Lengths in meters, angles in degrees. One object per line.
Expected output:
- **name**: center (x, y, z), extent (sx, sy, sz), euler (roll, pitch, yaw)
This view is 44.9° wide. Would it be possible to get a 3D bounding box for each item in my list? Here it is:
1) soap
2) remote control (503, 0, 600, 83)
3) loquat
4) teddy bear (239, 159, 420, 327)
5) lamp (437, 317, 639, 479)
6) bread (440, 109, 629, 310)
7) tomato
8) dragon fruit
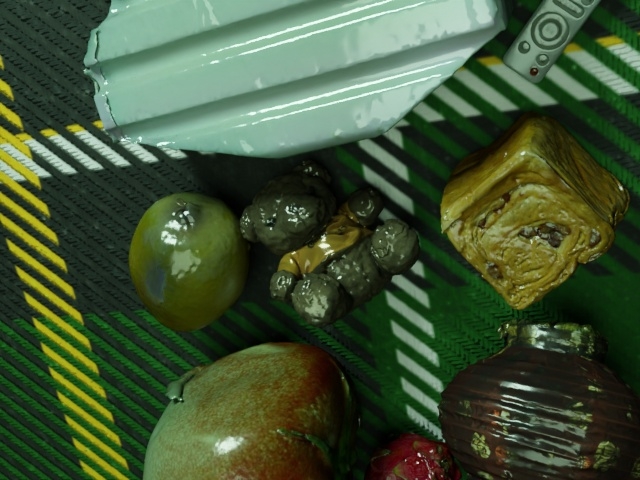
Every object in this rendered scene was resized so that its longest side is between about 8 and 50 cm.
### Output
- **soap**: center (-0.031, -0.230, 0.825), extent (0.446, 0.156, 0.261), euler (-12, 106, 20)
- **remote control**: center (0.261, -0.251, 0.806), extent (0.050, 0.027, 0.184), euler (35, 120, 3)
- **loquat**: center (-0.166, 0.032, 0.971), extent (0.152, 0.152, 0.195), euler (18, 126, 9)
- **teddy bear**: center (0.000, 0.000, 0.926), extent (0.177, 0.140, 0.190), euler (-40, 86, -7)
- **lamp**: center (0.252, 0.204, 0.875), extent (0.247, 0.247, 0.247), euler (5, 111, 14)
- **bread**: center (0.227, -0.038, 0.831), extent (0.149, 0.143, 0.158), euler (-36, 97, 31)
- **tomato**: center (-0.080, 0.269, 0.955), extent (0.239, 0.303, 0.303), euler (2, 110, 14)
- **dragon fruit**: center (0.113, 0.319, 1.011), extent (0.133, 0.136, 0.166), euler (43, 149, 30)
